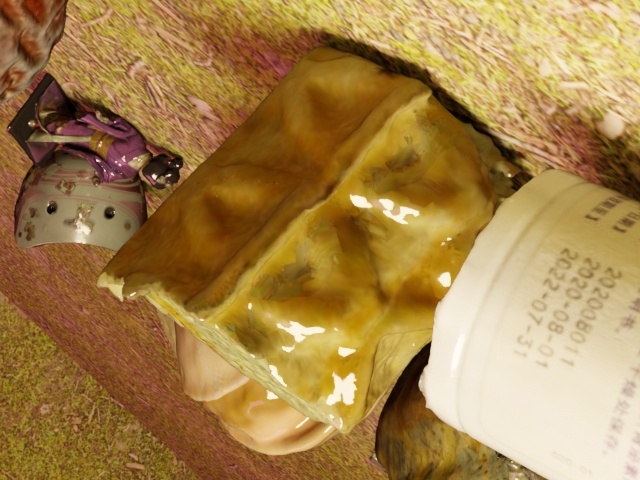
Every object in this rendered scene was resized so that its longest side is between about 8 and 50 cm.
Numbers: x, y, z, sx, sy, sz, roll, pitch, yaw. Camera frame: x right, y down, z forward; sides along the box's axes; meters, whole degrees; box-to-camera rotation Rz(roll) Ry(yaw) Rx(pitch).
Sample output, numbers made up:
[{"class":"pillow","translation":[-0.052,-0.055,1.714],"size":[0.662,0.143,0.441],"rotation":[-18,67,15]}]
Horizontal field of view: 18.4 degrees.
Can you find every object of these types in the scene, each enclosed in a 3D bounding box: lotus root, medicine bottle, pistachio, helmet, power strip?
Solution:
[{"class":"lotus root","translation":[0.177,0.170,1.595],"size":[0.250,0.250,0.346],"rotation":[38,166,1]},{"class":"medicine bottle","translation":[0.251,0.102,1.248],"size":[0.332,0.190,0.190],"rotation":[27,162,26]},{"class":"pistachio","translation":[-0.022,0.047,1.712],"size":[0.229,0.238,0.321],"rotation":[38,-160,-19]},{"class":"helmet","translation":[-0.268,-0.056,2.234],"size":[0.153,0.107,0.177],"rotation":[3,-157,-6]},{"class":"power strip","translation":[0.104,0.314,2.678],"size":[0.090,0.016,0.040],"rotation":[38,166,3]}]

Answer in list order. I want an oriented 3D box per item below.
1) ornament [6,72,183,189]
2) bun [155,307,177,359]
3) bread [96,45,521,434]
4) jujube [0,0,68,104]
[{"class":"ornament","translation":[-0.237,-0.095,2.112],"size":[0.203,0.081,0.088],"rotation":[29,164,33]},{"class":"bun","translation":[-0.094,0.083,2.109],"size":[0.244,0.153,0.244],"rotation":[49,-179,-2]},{"class":"bread","translation":[0.004,0.002,1.466],"size":[0.238,0.252,0.196],"rotation":[37,168,-6]},{"class":"jujube","translation":[-0.336,-0.226,1.669],"size":[0.246,0.215,0.308],"rotation":[33,166,26]}]
